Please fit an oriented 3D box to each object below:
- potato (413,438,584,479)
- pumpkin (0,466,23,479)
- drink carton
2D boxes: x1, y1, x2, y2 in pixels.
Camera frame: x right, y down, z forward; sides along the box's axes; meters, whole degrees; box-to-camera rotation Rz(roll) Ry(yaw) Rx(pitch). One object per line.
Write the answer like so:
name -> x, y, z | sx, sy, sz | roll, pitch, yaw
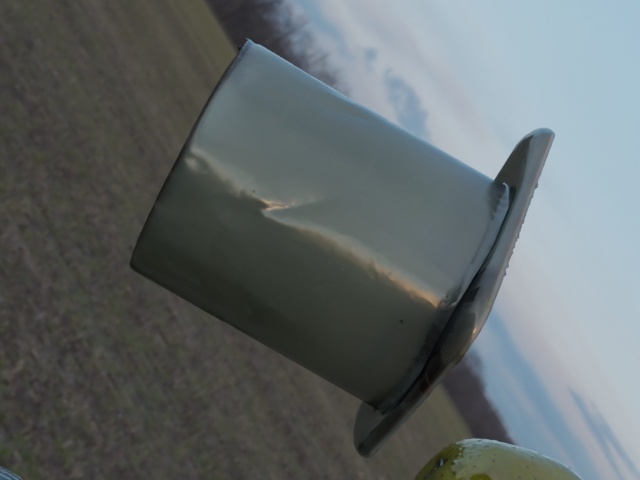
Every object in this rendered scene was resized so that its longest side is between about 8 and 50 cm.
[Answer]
potato -> 0.164, 0.266, 0.980 | 0.248, 0.169, 0.143 | 54, -12, -16
pumpkin -> -0.424, 0.317, 1.303 | 0.250, 0.250, 0.216 | 50, 29, -77
drink carton -> 0.000, 0.000, 0.718 | 0.189, 0.191, 0.185 | 26, 50, -5
